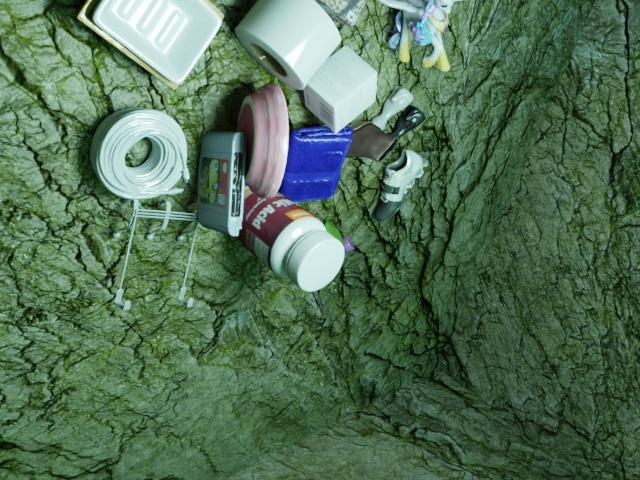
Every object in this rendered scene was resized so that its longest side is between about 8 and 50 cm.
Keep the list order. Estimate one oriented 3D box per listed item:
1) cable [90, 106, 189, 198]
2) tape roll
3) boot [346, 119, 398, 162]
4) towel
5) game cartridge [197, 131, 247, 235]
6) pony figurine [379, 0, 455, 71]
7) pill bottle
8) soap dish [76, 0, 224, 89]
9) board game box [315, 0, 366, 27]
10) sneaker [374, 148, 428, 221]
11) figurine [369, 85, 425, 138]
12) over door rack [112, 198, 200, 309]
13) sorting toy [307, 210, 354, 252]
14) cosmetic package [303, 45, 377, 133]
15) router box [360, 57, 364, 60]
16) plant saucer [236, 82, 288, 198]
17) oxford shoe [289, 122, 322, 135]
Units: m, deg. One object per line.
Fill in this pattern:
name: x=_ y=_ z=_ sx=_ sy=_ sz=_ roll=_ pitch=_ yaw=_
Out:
cable: x=-0.483 y=-0.234 z=1.449 sx=0.257 sy=0.089 sz=0.257 roll=-17 pitch=129 yaw=-37
tape roll: x=-0.091 y=-0.559 z=1.480 sx=0.169 sy=0.246 sz=0.246 roll=-51 pitch=143 yaw=-2
boot: x=0.130 y=-0.327 z=1.926 sx=0.248 sy=0.207 sz=0.090 roll=-44 pitch=142 yaw=-12
towel: x=-0.017 y=-0.251 z=1.834 sx=0.228 sy=0.076 sz=0.308 roll=-11 pitch=145 yaw=-21
game cartridge: x=-0.294 y=-0.171 z=1.582 sx=0.060 sy=0.196 sz=0.294 roll=-2 pitch=100 yaw=-37
pony figurine: x=0.313 y=-0.749 z=1.727 sx=0.303 sy=0.351 sz=0.363 roll=-37 pitch=159 yaw=-15
pill bottle: x=-0.120 y=-0.014 z=1.755 sx=0.224 sy=0.392 sz=0.224 roll=-28 pitch=136 yaw=-30
soap dish: x=-0.398 y=-0.535 z=1.275 sx=0.229 sy=0.118 sz=0.291 roll=-55 pitch=143 yaw=2
board game box: x=0.020 y=-0.784 z=1.503 sx=0.291 sy=0.141 sz=0.232 roll=15 pitch=107 yaw=-51
sneaker: x=0.301 y=-0.240 z=2.274 sx=0.146 sy=0.122 sz=0.330 roll=26 pitch=100 yaw=-34
figurine: x=0.287 y=-0.463 z=2.093 sx=0.209 sy=0.092 sz=0.215 roll=-51 pitch=142 yaw=3
over door rack: x=-0.494 y=0.038 z=1.613 sx=0.239 sy=0.108 sz=0.324 roll=3 pitch=96 yaw=-48
sorting toy: x=0.000 y=0.000 z=2.165 sx=0.126 sy=0.127 sz=0.365 roll=-32 pitch=151 yaw=21
cosmetic package: x=0.062 y=-0.474 z=1.695 sx=0.184 sy=0.151 sz=0.151 roll=-41 pitch=163 yaw=-13
router box: x=0.092 y=-0.566 z=1.836 sx=0.092 sy=0.038 sz=0.122 roll=-11 pitch=126 yaw=-42
plant saucer: x=-0.179 y=-0.287 z=1.558 sx=0.084 sy=0.332 sz=0.332 roll=0 pitch=121 yaw=-21
oxford shoe: x=-0.037 y=-0.356 z=1.850 sx=0.227 sy=0.083 sz=0.096 roll=-3 pitch=88 yaw=-34
